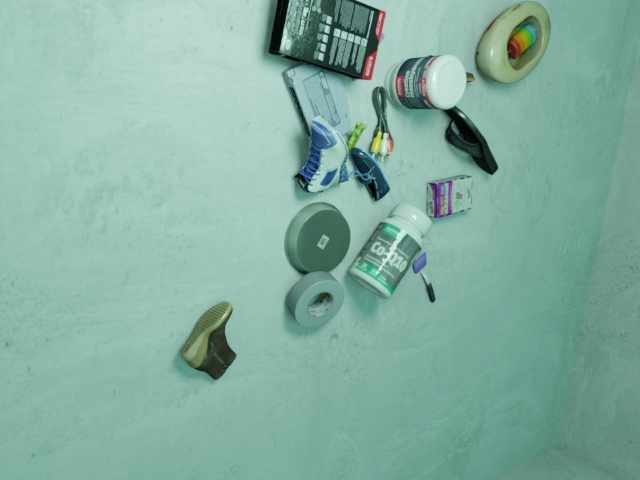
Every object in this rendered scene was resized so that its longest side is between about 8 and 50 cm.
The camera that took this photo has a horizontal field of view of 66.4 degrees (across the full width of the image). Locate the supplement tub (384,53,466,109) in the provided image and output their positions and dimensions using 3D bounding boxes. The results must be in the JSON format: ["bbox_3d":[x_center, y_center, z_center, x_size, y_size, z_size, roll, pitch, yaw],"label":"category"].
[{"bbox_3d":[0.392,-0.595,1.851,0.191,0.272,0.191,-10,108,-33],"label":"supplement tub"}]

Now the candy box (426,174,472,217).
[{"bbox_3d":[0.588,-0.203,2.223,0.233,0.071,0.159,-14,110,-31],"label":"candy box"}]

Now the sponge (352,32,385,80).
[{"bbox_3d":[0.146,-0.709,1.797,0.117,0.031,0.210,36,82,-36],"label":"sponge"}]

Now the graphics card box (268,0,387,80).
[{"bbox_3d":[0.027,-0.685,1.608,0.370,0.094,0.233,3,107,-34],"label":"graphics card box"}]

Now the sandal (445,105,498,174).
[{"bbox_3d":[0.652,-0.424,2.160,0.107,0.167,0.445,-44,125,4],"label":"sandal"}]

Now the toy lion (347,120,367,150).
[{"bbox_3d":[0.134,-0.391,1.859,0.100,0.034,0.096,-50,163,-46],"label":"toy lion"}]

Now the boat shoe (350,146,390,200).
[{"bbox_3d":[0.192,-0.251,1.911,0.089,0.109,0.258,-49,123,-10],"label":"boat shoe"}]

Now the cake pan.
[{"bbox_3d":[0.000,0.000,1.877,0.293,0.054,0.294,-10,108,-32],"label":"cake pan"}]

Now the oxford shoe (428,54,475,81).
[{"bbox_3d":[0.548,-0.713,2.043,0.271,0.096,0.099,-3,99,-34],"label":"oxford shoe"}]

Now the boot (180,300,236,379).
[{"bbox_3d":[-0.357,0.353,1.722,0.248,0.090,0.207,-52,137,-14],"label":"boot"}]

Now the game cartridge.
[{"bbox_3d":[0.002,-0.497,1.742,0.196,0.060,0.295,-33,119,-20],"label":"game cartridge"}]

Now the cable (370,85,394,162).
[{"bbox_3d":[0.256,-0.453,1.921,0.139,0.072,0.288,-4,105,-40],"label":"cable"}]

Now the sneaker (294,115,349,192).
[{"bbox_3d":[-0.003,-0.263,1.716,0.182,0.127,0.316,-38,151,-11],"label":"sneaker"}]

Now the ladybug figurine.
[{"bbox_3d":[0.845,-0.872,2.162,0.449,0.161,0.305,-38,121,-21],"label":"ladybug figurine"}]

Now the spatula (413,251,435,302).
[{"bbox_3d":[0.495,0.183,2.290,0.084,0.030,0.297,-37,121,-20],"label":"spatula"}]

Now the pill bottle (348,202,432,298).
[{"bbox_3d":[0.289,0.038,1.998,0.204,0.204,0.361,42,77,-35],"label":"pill bottle"}]

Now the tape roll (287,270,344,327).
[{"bbox_3d":[-0.017,0.227,1.882,0.219,0.072,0.219,-18,127,-25],"label":"tape roll"}]
